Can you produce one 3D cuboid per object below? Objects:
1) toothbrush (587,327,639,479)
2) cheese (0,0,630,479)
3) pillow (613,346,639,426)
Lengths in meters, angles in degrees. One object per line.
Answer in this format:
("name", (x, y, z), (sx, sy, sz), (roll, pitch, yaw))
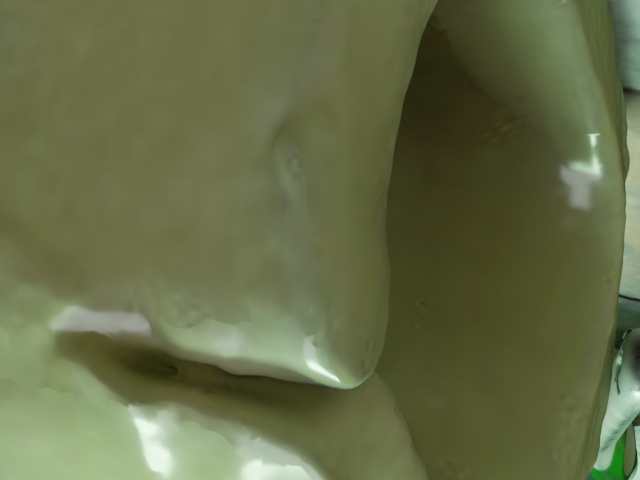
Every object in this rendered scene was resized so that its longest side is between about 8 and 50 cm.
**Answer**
("toothbrush", (0.155, 0.105, 0.903), (0.040, 0.042, 0.418), (8, 165, 6))
("cheese", (0.001, 0.002, 0.608), (0.153, 0.292, 0.332), (6, 146, 26))
("pillow", (0.110, 0.087, 0.995), (0.232, 0.038, 0.130), (-5, 155, 38))
